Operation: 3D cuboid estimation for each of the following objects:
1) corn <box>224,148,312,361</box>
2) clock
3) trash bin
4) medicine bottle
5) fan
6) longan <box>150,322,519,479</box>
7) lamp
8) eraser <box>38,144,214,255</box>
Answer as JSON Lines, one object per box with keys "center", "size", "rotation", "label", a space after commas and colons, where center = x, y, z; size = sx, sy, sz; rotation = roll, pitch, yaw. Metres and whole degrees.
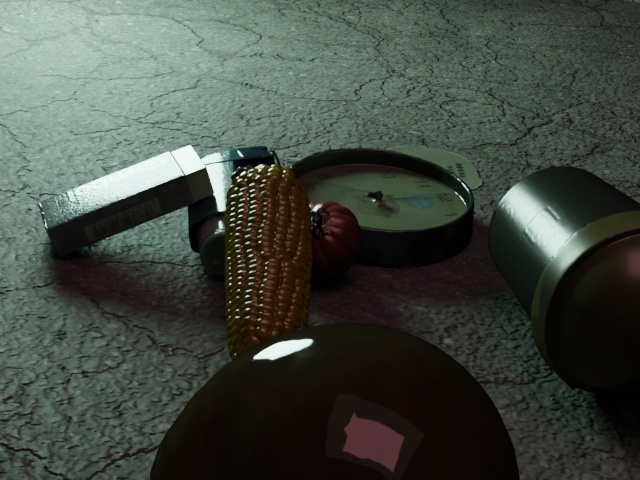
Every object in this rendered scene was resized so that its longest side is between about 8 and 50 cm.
{"center": [-0.057, 0.030, 1.220], "size": [0.106, 0.106, 0.305], "rotation": [3, 44, -7], "label": "corn"}
{"center": [0.081, -0.053, 1.519], "size": [0.281, 0.055, 0.280], "rotation": [5, 28, -2], "label": "clock"}
{"center": [0.320, 0.051, 1.207], "size": [0.214, 0.214, 0.334], "rotation": [1, 19, -11], "label": "trash bin"}
{"center": [-0.116, -0.043, 1.432], "size": [0.124, 0.079, 0.258], "rotation": [-1, 28, -5], "label": "medicine bottle"}
{"center": [0.099, -0.120, 1.706], "size": [0.310, 0.010, 0.182], "rotation": [4, 27, -6], "label": "fan"}
{"center": [0.013, 0.190, 0.823], "size": [0.300, 0.243, 0.300], "rotation": [-13, 8, 2], "label": "longan"}
{"center": [0.000, 0.000, 1.358], "size": [0.107, 0.092, 0.107], "rotation": [-13, 49, 16], "label": "lamp"}
{"center": [-0.248, -0.053, 1.386], "size": [0.212, 0.046, 0.092], "rotation": [-22, 31, -10], "label": "eraser"}
